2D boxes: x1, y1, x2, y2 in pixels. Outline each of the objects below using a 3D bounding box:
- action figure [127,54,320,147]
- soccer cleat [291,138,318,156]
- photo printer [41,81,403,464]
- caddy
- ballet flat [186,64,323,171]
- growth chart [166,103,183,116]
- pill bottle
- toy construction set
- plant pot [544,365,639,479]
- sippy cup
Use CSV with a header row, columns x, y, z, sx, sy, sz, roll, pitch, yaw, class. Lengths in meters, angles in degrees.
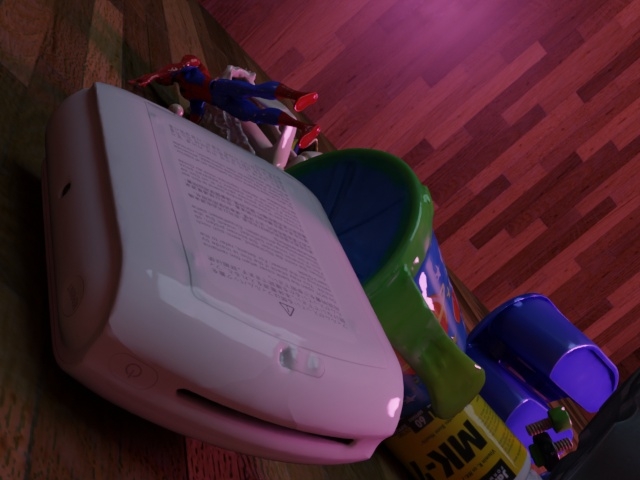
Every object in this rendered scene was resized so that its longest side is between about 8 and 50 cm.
x,y,z,sx,sy,sz,roll,pitch,yaw,class
-0.153,-0.190,1.299,0.280,0.139,0.091,23,-45,32,action figure
-0.051,-0.137,1.575,0.093,0.121,0.289,44,10,-25,soccer cleat
-0.078,0.029,0.689,0.256,0.107,0.307,25,24,-33,photo printer
0.346,0.227,1.557,0.179,0.241,0.341,44,4,40,caddy
-0.066,-0.112,1.360,0.409,0.147,0.147,53,10,28,ballet flat
-0.119,-0.079,1.071,0.237,0.021,0.172,33,-20,-32,growth chart
0.160,0.240,1.042,0.208,0.119,0.119,48,9,-3,pill bottle
0.467,0.390,1.317,0.257,0.237,0.309,69,-1,-57,toy construction set
0.459,0.332,1.091,0.334,0.341,0.341,39,6,15,plant pot
0.038,0.063,0.946,0.224,0.240,0.305,55,25,-39,sippy cup
